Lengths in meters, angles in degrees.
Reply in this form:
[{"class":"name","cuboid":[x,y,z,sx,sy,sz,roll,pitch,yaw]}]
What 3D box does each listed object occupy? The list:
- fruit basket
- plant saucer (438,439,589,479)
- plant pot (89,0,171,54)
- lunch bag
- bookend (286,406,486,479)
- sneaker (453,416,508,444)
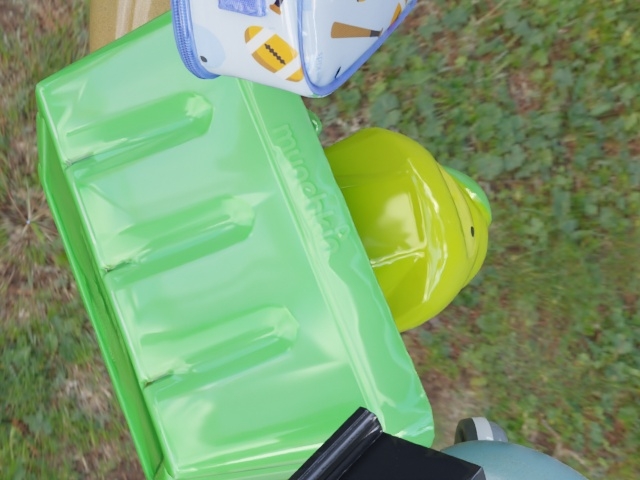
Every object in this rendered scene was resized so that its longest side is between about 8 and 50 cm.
[{"class":"fruit basket","cuboid":[0.000,0.000,0.920,0.392,0.283,0.392,4,70,-11]},{"class":"plant saucer","cuboid":[0.153,0.313,0.926,0.044,0.318,0.317,-16,95,-39]},{"class":"plant pot","cuboid":[-0.179,-0.292,1.428,0.237,0.237,0.254,21,70,-13]},{"class":"lunch bag","cuboid":[-0.008,-0.248,0.691,0.115,0.243,0.303,14,127,22]},{"class":"bookend","cuboid":[0.076,0.184,0.606,0.072,0.157,0.156,-41,129,-35]},{"class":"sneaker","cuboid":[0.227,0.290,1.144,0.179,0.124,0.295,-9,116,2]}]
